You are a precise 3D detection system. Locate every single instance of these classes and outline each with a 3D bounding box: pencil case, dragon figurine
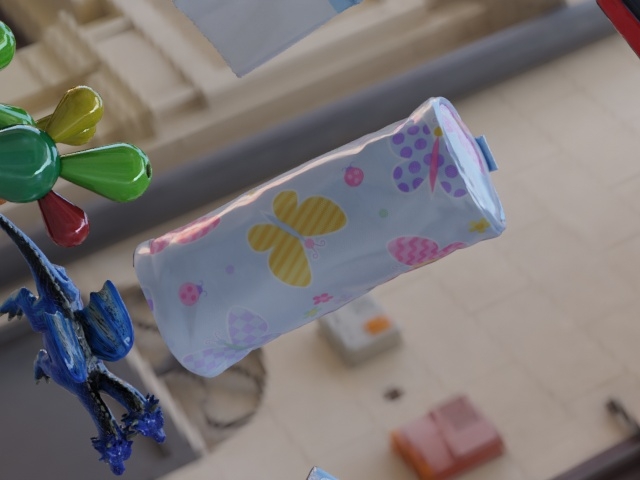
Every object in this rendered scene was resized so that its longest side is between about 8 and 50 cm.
[{"bbox_3d":[0.000,0.000,1.303,0.113,0.273,0.124,66,15,12],"label":"pencil case"},{"bbox_3d":[-0.236,0.085,1.716,0.144,0.085,0.289,15,-52,52],"label":"dragon figurine"}]

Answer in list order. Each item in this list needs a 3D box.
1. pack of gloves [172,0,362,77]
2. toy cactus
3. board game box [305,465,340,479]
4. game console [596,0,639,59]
[{"bbox_3d":[-0.019,-0.213,1.175,0.195,0.232,0.046,50,28,-31],"label":"pack of gloves"},{"bbox_3d":[-0.193,-0.053,0.824,0.219,0.180,0.112,35,-58,-10],"label":"toy cactus"},{"bbox_3d":[-0.055,0.326,1.501,0.042,0.243,0.165,28,18,1],"label":"board game box"},{"bbox_3d":[0.445,-0.286,1.952,0.342,0.386,0.060,55,-43,7],"label":"game console"}]
